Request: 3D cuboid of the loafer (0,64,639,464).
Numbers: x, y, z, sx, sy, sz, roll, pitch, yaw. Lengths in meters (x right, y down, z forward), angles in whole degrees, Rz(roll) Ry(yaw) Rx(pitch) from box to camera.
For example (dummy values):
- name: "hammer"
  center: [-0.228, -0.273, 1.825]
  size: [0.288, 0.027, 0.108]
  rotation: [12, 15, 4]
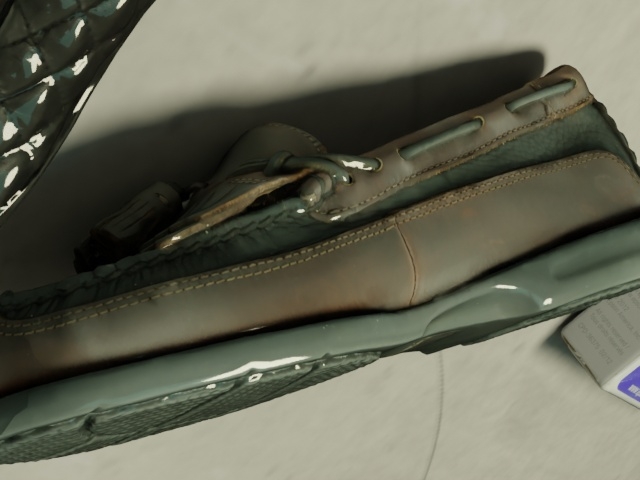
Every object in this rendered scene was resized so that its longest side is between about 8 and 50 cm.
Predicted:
- name: "loafer"
  center: [0.000, 0.000, 0.478]
  size: [0.267, 0.084, 0.096]
  rotation: [-11, 170, -41]

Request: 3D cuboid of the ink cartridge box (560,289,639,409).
- name: "ink cartridge box"
  center: [0.239, 0.014, 0.802]
  size: [0.208, 0.045, 0.206]
  rotation: [-39, 153, 12]

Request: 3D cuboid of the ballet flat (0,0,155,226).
- name: "ballet flat"
  center: [-0.072, -0.043, 0.347]
  size: [0.049, 0.057, 0.173]
  rotation: [34, 103, -21]
